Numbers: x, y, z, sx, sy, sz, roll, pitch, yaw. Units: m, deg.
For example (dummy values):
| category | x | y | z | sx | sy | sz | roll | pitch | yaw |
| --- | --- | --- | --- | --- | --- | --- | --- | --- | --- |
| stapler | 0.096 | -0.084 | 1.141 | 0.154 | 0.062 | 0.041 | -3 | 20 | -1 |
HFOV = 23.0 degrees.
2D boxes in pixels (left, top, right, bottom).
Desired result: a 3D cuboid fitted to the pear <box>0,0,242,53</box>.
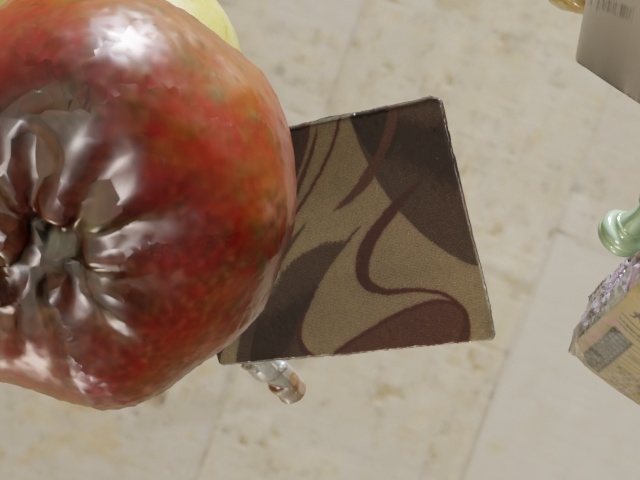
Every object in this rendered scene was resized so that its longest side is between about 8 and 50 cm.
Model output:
| category | x | y | z | sx | sy | sz | roll | pitch | yaw |
| --- | --- | --- | --- | --- | --- | --- | --- | --- | --- |
| pear | -0.241 | -0.182 | 1.749 | 0.309 | 0.309 | 0.309 | 20 | -90 | -88 |

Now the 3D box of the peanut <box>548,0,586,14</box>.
| category | x | y | z | sx | sy | sz | roll | pitch | yaw |
| --- | --- | --- | --- | --- | --- | --- | --- | --- | --- |
| peanut | 0.197 | -0.248 | 1.180 | 0.093 | 0.083 | 0.194 | 50 | -144 | -41 |

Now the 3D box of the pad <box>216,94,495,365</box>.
| category | x | y | z | sx | sy | sz | roll | pitch | yaw |
| --- | --- | --- | --- | --- | --- | --- | --- | --- | --- |
| pad | 0.000 | 0.000 | 1.437 | 0.004 | 0.330 | 0.220 | -20 | -82 | -50 |

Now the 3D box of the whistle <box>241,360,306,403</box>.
| category | x | y | z | sx | sy | sz | roll | pitch | yaw |
| --- | --- | --- | --- | --- | --- | --- | --- | --- | --- |
| whistle | -0.081 | 0.128 | 1.902 | 0.220 | 0.107 | 0.057 | 51 | -119 | -42 |

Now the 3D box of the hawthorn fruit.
| category | x | y | z | sx | sy | sz | roll | pitch | yaw |
| --- | --- | --- | --- | --- | --- | --- | --- | --- | --- |
| hawthorn fruit | -0.136 | -0.040 | 0.958 | 0.300 | 0.254 | 0.254 | -91 | 20 | -71 |

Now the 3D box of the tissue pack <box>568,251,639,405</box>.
| category | x | y | z | sx | sy | sz | roll | pitch | yaw |
| --- | --- | --- | --- | --- | --- | --- | --- | --- | --- |
| tissue pack | 0.364 | 0.107 | 1.395 | 0.123 | 0.257 | 0.215 | -60 | -1 | -28 |

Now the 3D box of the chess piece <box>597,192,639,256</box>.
| category | x | y | z | sx | sy | sz | roll | pitch | yaw |
| --- | --- | --- | --- | --- | --- | --- | --- | --- | --- |
| chess piece | 0.269 | -0.026 | 1.296 | 0.093 | 0.042 | 0.042 | -52 | 12 | 47 |

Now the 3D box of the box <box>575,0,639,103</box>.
| category | x | y | z | sx | sy | sz | roll | pitch | yaw |
| --- | --- | --- | --- | --- | --- | --- | --- | --- | --- |
| box | 0.207 | -0.095 | 0.528 | 0.333 | 0.173 | 0.145 | -94 | 13 | -78 |
